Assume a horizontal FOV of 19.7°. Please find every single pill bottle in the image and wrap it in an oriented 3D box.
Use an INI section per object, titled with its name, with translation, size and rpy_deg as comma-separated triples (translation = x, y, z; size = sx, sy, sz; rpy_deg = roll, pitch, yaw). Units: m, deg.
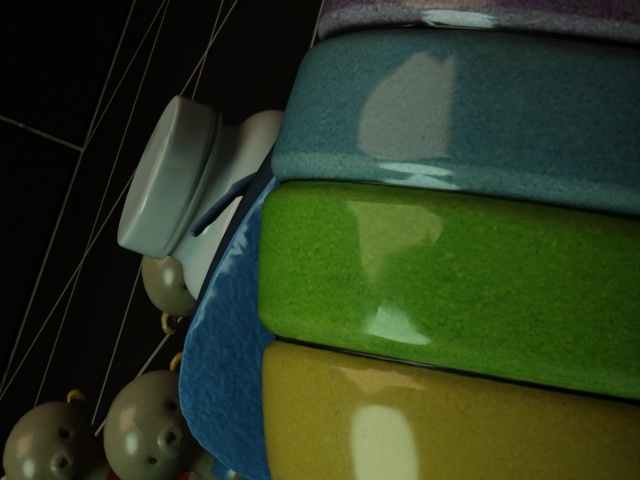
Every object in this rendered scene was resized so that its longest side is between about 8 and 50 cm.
[pill bottle]
translation = 0.000, 0.000, 0.740
size = 0.086, 0.152, 0.086
rpy_deg = -158, 90, -78

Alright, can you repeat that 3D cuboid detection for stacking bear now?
[stacking bear]
translation = 0.059, 0.040, 0.423
size = 0.164, 0.175, 0.289
rpy_deg = 5, 84, 56

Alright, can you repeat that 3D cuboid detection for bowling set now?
[bowling set]
translation = -0.058, 0.121, 0.774
size = 0.200, 0.154, 0.287
rpy_deg = -178, 110, -77

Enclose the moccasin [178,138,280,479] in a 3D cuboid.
[moccasin]
translation = 0.079, -0.057, 0.627
size = 0.342, 0.138, 0.117
rpy_deg = -49, 13, 17
